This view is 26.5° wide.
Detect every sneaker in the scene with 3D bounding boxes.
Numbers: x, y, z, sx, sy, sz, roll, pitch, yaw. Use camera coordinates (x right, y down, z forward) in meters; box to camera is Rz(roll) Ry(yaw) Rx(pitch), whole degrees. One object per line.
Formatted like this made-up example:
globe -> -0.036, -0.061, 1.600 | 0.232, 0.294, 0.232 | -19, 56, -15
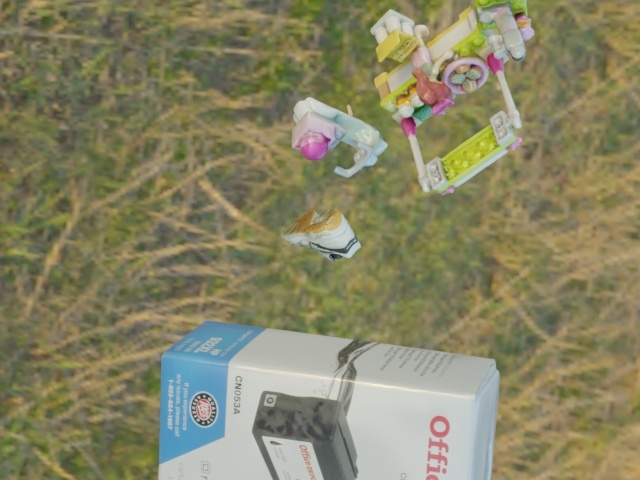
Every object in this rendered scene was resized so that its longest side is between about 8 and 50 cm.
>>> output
sneaker -> 0.000, 0.000, 0.972 | 0.032, 0.083, 0.037 | -45, 107, -15

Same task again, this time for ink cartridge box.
ink cartridge box -> 0.006, 0.216, 1.324 | 0.129, 0.307, 0.223 | -33, 128, -71

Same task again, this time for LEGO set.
LEGO set -> 0.094, -0.131, 0.910 | 0.132, 0.287, 0.107 | 9, 48, -25
